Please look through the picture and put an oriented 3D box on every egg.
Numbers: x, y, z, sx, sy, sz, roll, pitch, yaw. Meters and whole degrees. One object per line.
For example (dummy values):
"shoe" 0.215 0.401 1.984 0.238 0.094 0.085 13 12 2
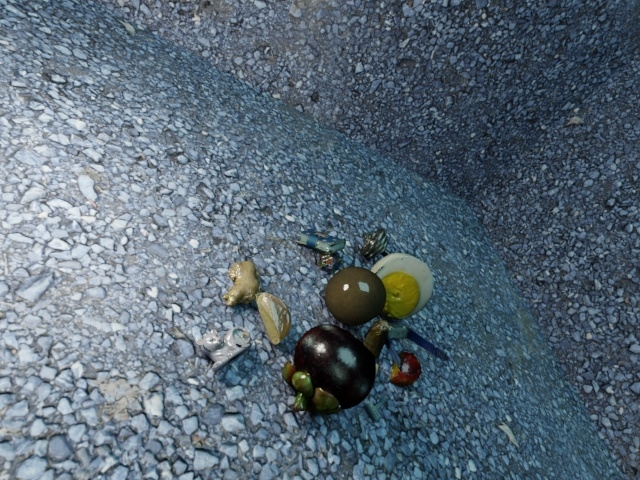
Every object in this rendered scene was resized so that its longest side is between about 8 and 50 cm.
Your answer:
"egg" 0.345 0.193 2.037 0.336 0.337 0.201 25 8 -25

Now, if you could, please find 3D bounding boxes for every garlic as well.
"garlic" -0.160 0.272 1.562 0.101 0.086 0.196 -4 69 -54

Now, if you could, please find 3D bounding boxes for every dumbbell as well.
"dumbbell" 0.377 0.097 2.245 0.406 0.179 0.179 40 33 -5

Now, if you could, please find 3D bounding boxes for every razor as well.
"razor" 0.220 0.623 1.634 0.068 0.040 0.135 55 29 17

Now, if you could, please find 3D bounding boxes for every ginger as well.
"ginger" -0.279 0.168 1.583 0.137 0.074 0.213 24 34 -19

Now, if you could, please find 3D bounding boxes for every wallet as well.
"wallet" 0.000 -0.001 1.979 0.202 0.059 0.141 19 24 31

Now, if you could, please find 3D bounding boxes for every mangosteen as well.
"mangosteen" 0.037 0.440 1.447 0.300 0.300 0.301 27 36 -22

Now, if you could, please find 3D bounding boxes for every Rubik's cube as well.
"Rubik's cube" 0.044 0.096 1.977 0.111 0.111 0.093 31 62 -18

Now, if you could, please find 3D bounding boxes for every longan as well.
"longan" 0.147 0.231 1.797 0.257 0.258 0.258 27 36 -22

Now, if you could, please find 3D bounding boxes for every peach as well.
"peach" 0.360 0.538 1.814 0.172 0.092 0.127 -11 64 -54

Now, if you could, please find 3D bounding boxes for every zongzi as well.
"zongzi" 0.246 0.366 1.814 0.084 0.187 0.184 19 33 4

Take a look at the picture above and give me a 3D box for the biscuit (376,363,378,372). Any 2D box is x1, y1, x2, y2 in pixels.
"biscuit" 0.135 0.480 1.694 0.199 0.041 0.121 38 36 -5

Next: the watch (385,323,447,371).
"watch" 0.344 0.446 1.819 0.276 0.068 0.274 2 19 -34

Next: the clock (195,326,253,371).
"clock" -0.302 0.325 1.376 0.117 0.080 0.176 50 36 12
